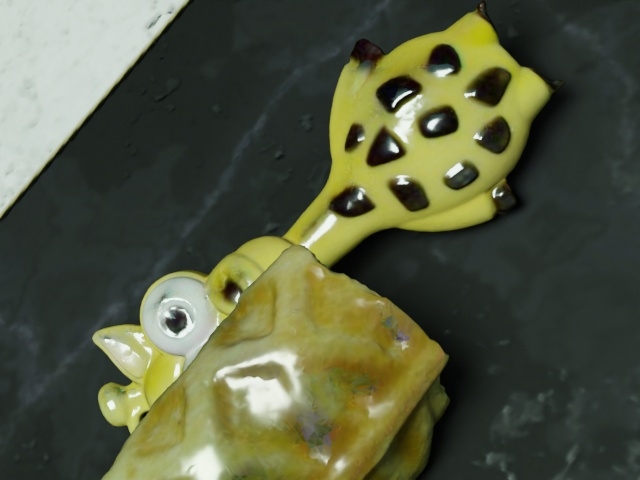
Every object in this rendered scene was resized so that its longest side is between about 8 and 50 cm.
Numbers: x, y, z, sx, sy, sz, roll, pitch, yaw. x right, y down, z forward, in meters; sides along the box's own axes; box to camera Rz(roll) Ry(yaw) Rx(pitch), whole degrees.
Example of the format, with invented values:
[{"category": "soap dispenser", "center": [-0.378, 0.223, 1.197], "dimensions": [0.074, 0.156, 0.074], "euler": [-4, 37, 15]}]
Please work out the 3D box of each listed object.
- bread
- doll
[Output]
[{"category": "bread", "center": [-0.033, 0.125, 0.724], "dimensions": [0.232, 0.128, 0.088], "euler": [-51, 19, -3]}, {"category": "doll", "center": [0.000, 0.000, 0.795], "dimensions": [0.291, 0.086, 0.117], "euler": [-45, 85, 2]}]
